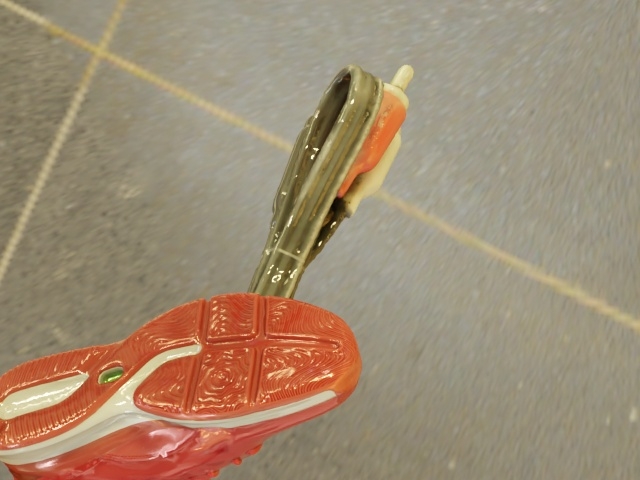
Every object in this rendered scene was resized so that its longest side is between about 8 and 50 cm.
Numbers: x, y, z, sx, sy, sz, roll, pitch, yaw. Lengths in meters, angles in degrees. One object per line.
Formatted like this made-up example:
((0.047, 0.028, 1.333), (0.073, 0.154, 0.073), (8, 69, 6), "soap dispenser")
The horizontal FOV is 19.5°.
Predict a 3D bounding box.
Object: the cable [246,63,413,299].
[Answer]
((0.000, 0.000, 1.224), (0.072, 0.139, 0.287), (23, 59, -8), "cable")

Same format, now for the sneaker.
((-0.066, 0.107, 1.027), (0.221, 0.087, 0.128), (-10, 135, 21), "sneaker")
